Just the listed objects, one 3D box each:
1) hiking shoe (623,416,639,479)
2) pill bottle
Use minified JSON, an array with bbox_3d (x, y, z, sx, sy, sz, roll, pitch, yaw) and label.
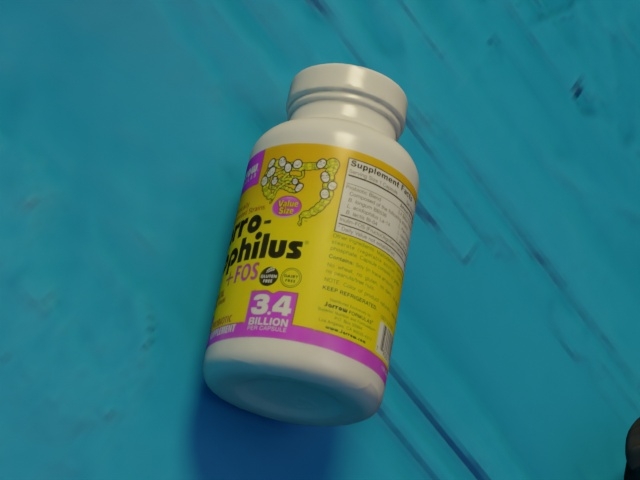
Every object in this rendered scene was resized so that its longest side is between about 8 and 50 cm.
[{"bbox_3d":[0.172,0.125,0.442,0.227,0.086,0.114,33,56,-31],"label":"hiking shoe"},{"bbox_3d":[0.000,0.000,0.358,0.043,0.043,0.083,27,61,-32],"label":"pill bottle"}]
